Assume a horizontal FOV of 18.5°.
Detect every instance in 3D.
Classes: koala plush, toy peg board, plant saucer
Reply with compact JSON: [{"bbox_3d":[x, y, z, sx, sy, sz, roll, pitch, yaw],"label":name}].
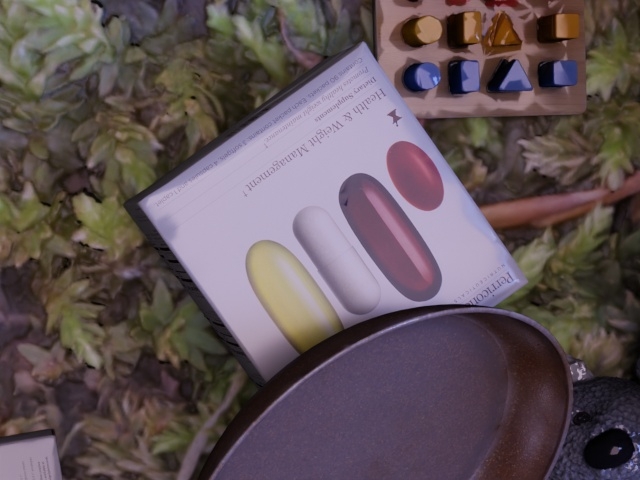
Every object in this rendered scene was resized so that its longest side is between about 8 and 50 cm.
[{"bbox_3d":[0.247,0.144,1.446,0.221,0.203,0.196,-21,86,13],"label":"koala plush"},{"bbox_3d":[0.124,-0.172,1.442,0.161,0.079,0.160,-2,92,-9],"label":"toy peg board"},{"bbox_3d":[0.032,0.158,1.333,0.311,0.050,0.310,-21,135,-22],"label":"plant saucer"}]

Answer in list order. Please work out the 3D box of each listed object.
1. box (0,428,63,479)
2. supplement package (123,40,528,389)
[{"bbox_3d":[-0.271,0.223,1.411,0.186,0.038,0.145,-9,93,-8],"label":"box"},{"bbox_3d":[0.000,0.000,1.392,0.194,0.149,0.203,-37,97,-7],"label":"supplement package"}]
